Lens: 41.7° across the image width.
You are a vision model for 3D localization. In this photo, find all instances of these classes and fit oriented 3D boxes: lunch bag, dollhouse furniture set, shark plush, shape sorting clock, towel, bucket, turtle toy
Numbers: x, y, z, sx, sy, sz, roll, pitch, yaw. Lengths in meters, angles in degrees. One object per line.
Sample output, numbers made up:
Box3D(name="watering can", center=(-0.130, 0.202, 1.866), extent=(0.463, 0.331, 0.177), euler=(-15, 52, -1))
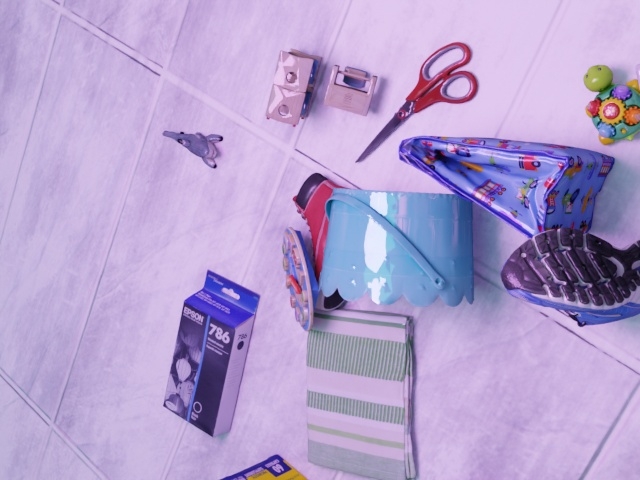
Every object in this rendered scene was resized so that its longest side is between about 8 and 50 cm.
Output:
Box3D(name="lunch bag", center=(0.278, -0.116, 1.337), extent=(0.293, 0.221, 0.138), euler=(25, 108, 31))
Box3D(name="dollhouse furniture set", center=(0.006, -0.276, 1.601), extent=(0.183, 0.129, 0.129), euler=(16, 106, 3))
Box3D(name="shark plush", center=(-0.279, -0.218, 1.820), extent=(0.161, 0.067, 0.073), euler=(37, 114, 27))
Box3D(name="shape sorting clock", center=(-0.047, 0.076, 1.632), extent=(0.206, 0.040, 0.206), euler=(172, 90, -75))
Box3D(name="towel", center=(0.076, 0.295, 1.636), extent=(0.247, 0.038, 0.325), euler=(3, 97, 36))
Box3D(name="bucket", center=(0.132, 0.006, 1.434), extent=(0.281, 0.281, 0.183), euler=(5, 93, 35))
Box3D(name="turtle toy", center=(0.451, -0.212, 1.300), extent=(0.095, 0.066, 0.130), euler=(-30, 77, 33))

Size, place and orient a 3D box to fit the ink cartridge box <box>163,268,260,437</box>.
Box3D(name="ink cartridge box", center=(-0.243, 0.245, 1.841), extent=(0.165, 0.065, 0.333), euler=(22, 106, 33))

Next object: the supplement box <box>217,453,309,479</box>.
Box3D(name="supplement box", center=(-0.051, 0.624, 1.657), extent=(0.356, 0.194, 0.195), euler=(33, 112, 28))

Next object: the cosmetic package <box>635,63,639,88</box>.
Box3D(name="cosmetic package", center=(0.578, -0.237, 1.177), extent=(0.231, 0.117, 0.086), euler=(-15, 84, 36))

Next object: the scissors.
Box3D(name="scissors", center=(0.159, -0.251, 1.537), extent=(0.297, 0.021, 0.109), euler=(-29, 80, 35))

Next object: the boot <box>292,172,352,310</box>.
Box3D(name="boot", center=(0.000, 0.000, 1.639), extent=(0.176, 0.088, 0.244), euler=(29, 111, 39))

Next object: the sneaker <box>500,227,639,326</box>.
Box3D(name="sneaker", center=(0.386, 0.074, 1.227), extent=(0.147, 0.330, 0.130), euler=(-48, 46, 44))
